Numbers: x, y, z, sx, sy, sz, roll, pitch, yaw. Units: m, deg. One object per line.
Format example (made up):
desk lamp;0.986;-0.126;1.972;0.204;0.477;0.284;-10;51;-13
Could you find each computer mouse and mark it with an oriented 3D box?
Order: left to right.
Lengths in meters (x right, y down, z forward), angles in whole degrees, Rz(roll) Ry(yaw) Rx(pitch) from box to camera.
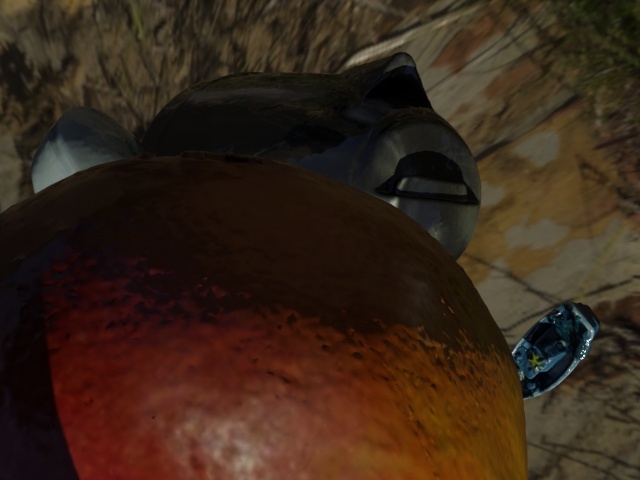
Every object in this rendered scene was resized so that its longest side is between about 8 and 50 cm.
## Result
computer mouse;-0.166;-0.003;1.164;0.079;0.128;0.230;-19;92;26

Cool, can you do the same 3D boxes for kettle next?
kettle;0.000;0.000;1.232;0.228;0.324;0.320;7;89;-34

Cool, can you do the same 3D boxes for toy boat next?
toy boat;0.219;0.112;1.366;0.061;0.137;0.060;-15;63;-42

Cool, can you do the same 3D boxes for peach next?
peach;-0.042;0.085;0.604;0.281;0.238;0.281;1;88;-18
